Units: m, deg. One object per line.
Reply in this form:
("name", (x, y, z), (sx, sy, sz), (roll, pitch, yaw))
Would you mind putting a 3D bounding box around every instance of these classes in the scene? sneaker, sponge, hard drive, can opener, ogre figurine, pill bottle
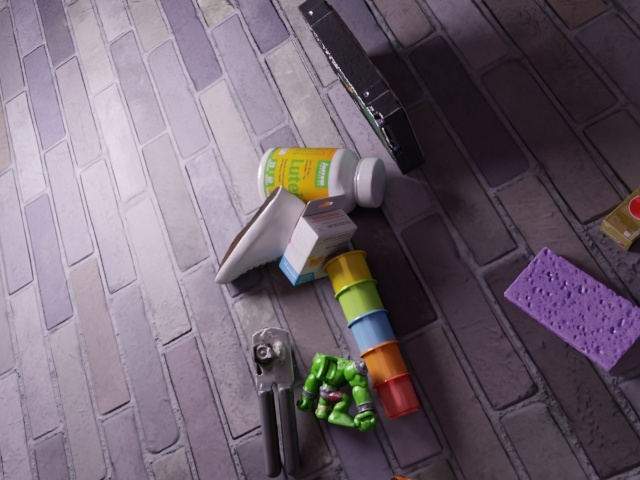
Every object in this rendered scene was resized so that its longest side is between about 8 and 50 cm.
("sneaker", (-0.118, 0.021, 1.132), (0.290, 0.123, 0.106), (-45, 20, 35))
("sponge", (0.446, 0.116, 0.941), (0.210, 0.031, 0.117), (39, 90, 27))
("hard drive", (0.088, -0.317, 1.102), (0.064, 0.237, 0.339), (-32, 64, 9))
("can opener", (-0.086, 0.313, 1.071), (0.075, 0.095, 0.284), (-6, 80, -3))
("ogre figurine", (0.032, 0.275, 0.996), (0.096, 0.197, 0.118), (10, 81, -19))
("pill bottle", (0.005, -0.125, 1.128), (0.245, 0.136, 0.136), (5, 75, 22))

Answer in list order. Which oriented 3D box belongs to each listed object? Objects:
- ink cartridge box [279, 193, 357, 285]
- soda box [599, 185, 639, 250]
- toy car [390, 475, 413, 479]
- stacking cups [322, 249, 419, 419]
("ink cartridge box", (0.000, 0.000, 1.059), (0.062, 0.104, 0.181), (51, 136, 27))
("soda box", (0.579, -0.069, 0.934), (0.181, 0.058, 0.061), (-44, 63, 3))
("toy car", (0.164, 0.474, 0.945), (0.040, 0.060, 0.122), (-13, 83, -29))
("stacking cups", (0.095, 0.177, 1.021), (0.096, 0.096, 0.316), (-24, 66, 12))
